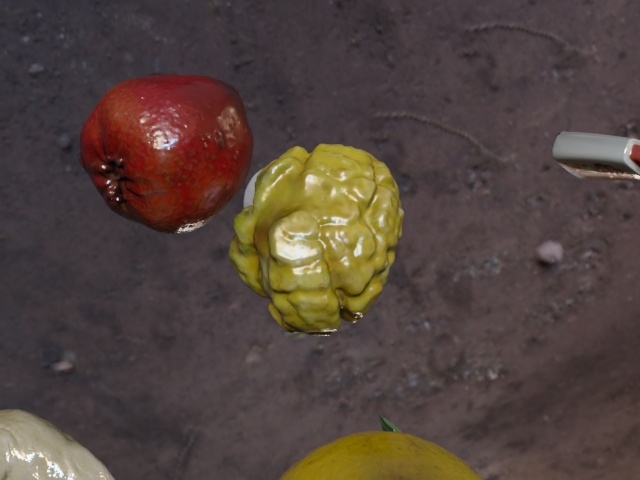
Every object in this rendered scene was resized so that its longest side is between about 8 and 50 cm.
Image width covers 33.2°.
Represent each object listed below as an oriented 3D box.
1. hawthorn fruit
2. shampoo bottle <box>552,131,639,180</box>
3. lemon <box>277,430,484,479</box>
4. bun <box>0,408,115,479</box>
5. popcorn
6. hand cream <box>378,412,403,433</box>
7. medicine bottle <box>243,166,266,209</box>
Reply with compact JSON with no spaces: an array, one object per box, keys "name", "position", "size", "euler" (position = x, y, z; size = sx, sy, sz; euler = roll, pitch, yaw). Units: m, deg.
[{"name":"hawthorn fruit","position":[-0.225,-0.153,1.748],"size":[0.307,0.265,0.265],"euler":[-29,159,-43]},{"name":"shampoo bottle","position":[0.598,-0.153,2.077],"size":[0.153,0.284,0.071],"euler":[29,79,-41]},{"name":"lemon","position":[0.060,0.334,1.026],"size":[0.297,0.297,0.297],"euler":[-14,147,-10]},{"name":"bun","position":[-0.354,0.307,1.307],"size":[0.237,0.116,0.209],"euler":[-5,123,36]},{"name":"popcorn","position":[0.000,0.000,1.248],"size":[0.201,0.225,0.203],"euler":[-16,162,-17]},{"name":"hand cream","position":[0.154,0.379,1.845],"size":[0.046,0.095,0.175],"euler":[-35,105,-4]},{"name":"medicine bottle","position":[-0.007,-0.043,1.563],"size":[0.145,0.144,0.252],"euler":[3,-175,-32]}]
